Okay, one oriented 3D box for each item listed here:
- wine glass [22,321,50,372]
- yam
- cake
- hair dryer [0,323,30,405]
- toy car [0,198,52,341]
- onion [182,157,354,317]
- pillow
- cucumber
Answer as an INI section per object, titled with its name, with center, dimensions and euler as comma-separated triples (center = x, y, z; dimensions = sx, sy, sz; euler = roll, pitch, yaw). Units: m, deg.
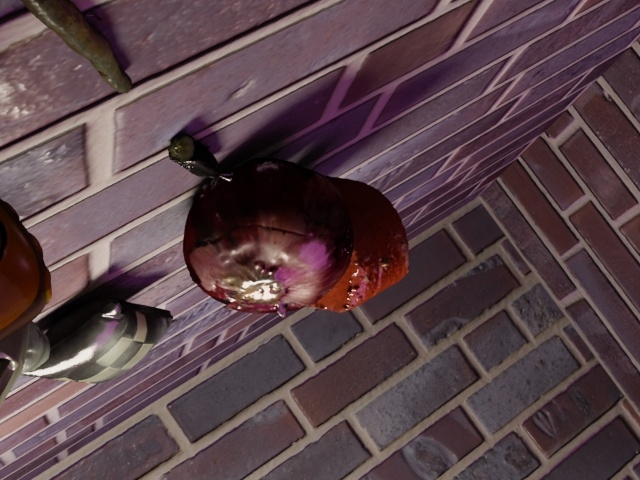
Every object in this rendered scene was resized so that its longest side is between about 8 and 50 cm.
[wine glass]
center = -0.401, 0.128, 1.146
dimensions = 0.079, 0.079, 0.195
euler = -33, 170, -10
[yam]
center = -0.179, -0.154, 0.683
dimensions = 0.027, 0.029, 0.234
euler = -8, 173, 3
[cake]
center = 0.000, 0.000, 1.443
dimensions = 0.151, 0.177, 0.283
euler = -29, -156, -36
[hair dryer]
center = -0.415, 0.190, 0.896
dimensions = 0.298, 0.296, 0.119
euler = -35, 129, 12
[toy car]
center = -0.349, 0.082, 0.685
dimensions = 0.240, 0.271, 0.340
euler = -53, -174, -35
[onion]
center = -0.076, -0.016, 1.267
dimensions = 0.252, 0.219, 0.252
euler = -5, 139, -4
[pillow]
center = -0.343, 0.154, 1.394
dimensions = 0.186, 0.106, 0.250
euler = -36, 166, 1
[cucumber]
center = -0.141, -0.095, 1.075
dimensions = 0.163, 0.043, 0.039
euler = 28, 75, -83
